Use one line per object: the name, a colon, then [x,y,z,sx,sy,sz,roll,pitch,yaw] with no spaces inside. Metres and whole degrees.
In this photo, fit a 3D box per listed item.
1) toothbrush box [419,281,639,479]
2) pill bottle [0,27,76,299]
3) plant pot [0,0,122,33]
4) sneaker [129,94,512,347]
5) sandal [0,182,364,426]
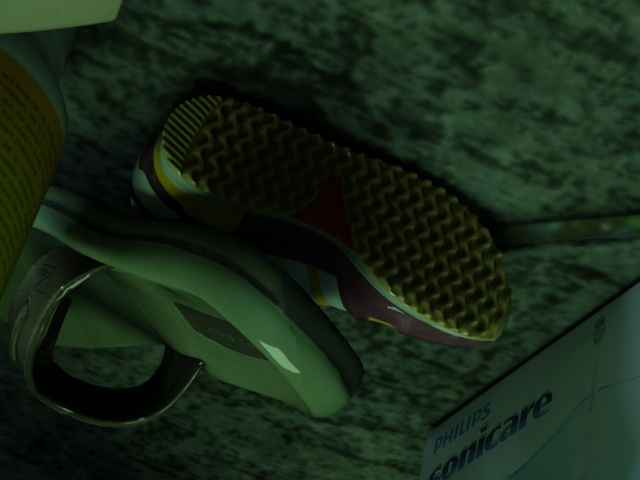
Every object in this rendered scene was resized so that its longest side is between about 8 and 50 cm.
toothbrush box: [0.132,0.195,0.724,0.126,0.296,0.216,26,140,-16]
pill bottle: [-0.170,-0.027,0.614,0.117,0.208,0.118,9,142,7]
plant pot: [-0.109,-0.137,0.549,0.096,0.109,0.109,10,144,-16]
sneaker: [0.000,0.000,0.717,0.185,0.070,0.084,30,149,-10]
sandal: [-0.100,0.041,0.718,0.120,0.086,0.302,43,162,-28]
